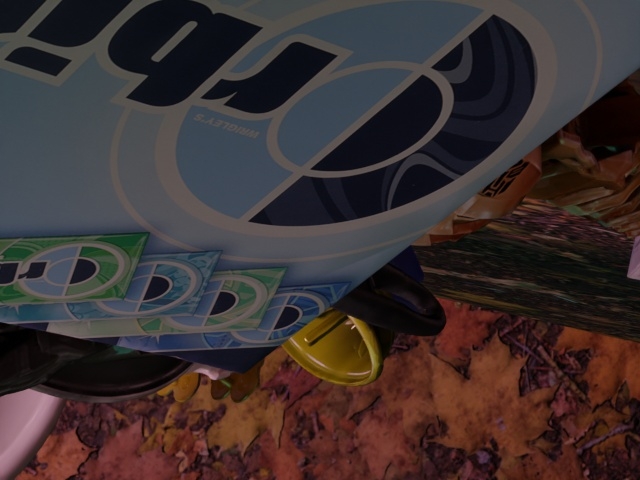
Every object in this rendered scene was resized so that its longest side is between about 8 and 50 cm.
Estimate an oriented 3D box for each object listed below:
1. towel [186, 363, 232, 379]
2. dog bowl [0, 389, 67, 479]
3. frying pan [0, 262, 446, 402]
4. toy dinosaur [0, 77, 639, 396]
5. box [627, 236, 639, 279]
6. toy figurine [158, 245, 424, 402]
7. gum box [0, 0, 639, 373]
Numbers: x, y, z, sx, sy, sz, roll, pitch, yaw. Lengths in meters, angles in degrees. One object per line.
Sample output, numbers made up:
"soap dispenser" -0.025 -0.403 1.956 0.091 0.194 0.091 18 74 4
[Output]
"towel" -0.227 -0.051 0.796 0.332 0.053 0.317 35 -170 32
"dog bowl" -0.308 0.040 1.230 0.349 0.348 0.102 14 163 -33
"frying pan" -0.052 -0.002 0.689 0.326 0.197 0.053 38 125 -26
"toy dinosaur" -0.006 -0.037 0.527 0.218 0.164 0.322 -13 138 41
"box" 0.292 0.021 1.202 0.186 0.038 0.145 12 177 7
"toy figurine" 0.000 0.000 1.488 0.217 0.191 0.362 -21 -173 -31
"gum box" -0.020 -0.046 0.370 0.157 0.041 0.184 15 137 -41
